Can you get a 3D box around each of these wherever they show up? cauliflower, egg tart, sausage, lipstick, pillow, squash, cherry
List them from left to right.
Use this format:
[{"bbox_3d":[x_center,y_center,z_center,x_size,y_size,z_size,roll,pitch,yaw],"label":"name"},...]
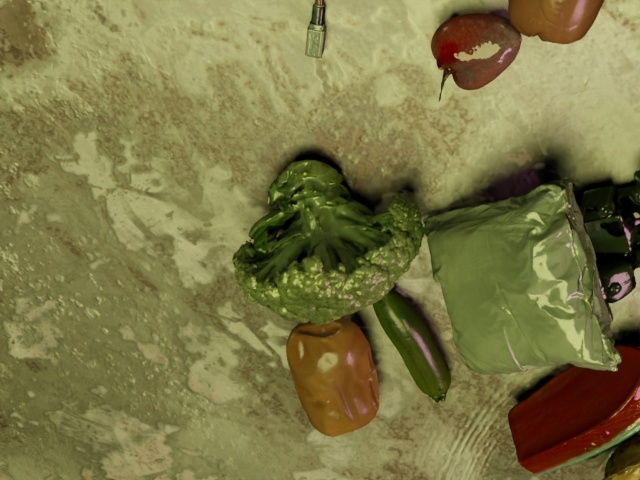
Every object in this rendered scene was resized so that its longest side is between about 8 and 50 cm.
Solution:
[{"bbox_3d":[-0.004,-0.314,1.742,0.025,0.025,0.107,10,121,6],"label":"lipstick"},{"bbox_3d":[0.000,0.000,1.891,0.272,0.275,0.250,-26,80,61],"label":"cauliflower"},{"bbox_3d":[0.024,0.233,2.088,0.136,0.120,0.241,7,129,23],"label":"sausage"},{"bbox_3d":[0.161,0.178,2.048,0.069,0.069,0.258,-18,121,25],"label":"squash"},{"bbox_3d":[0.214,-0.261,1.691,0.126,0.087,0.106,-11,126,7],"label":"cherry"},{"bbox_3d":[0.288,0.071,1.810,0.310,0.138,0.283,-15,96,53],"label":"pillow"},{"bbox_3d":[0.327,-0.385,1.549,0.121,0.121,0.304,16,130,1],"label":"sausage"},{"bbox_3d":[0.564,0.360,2.024,0.279,0.095,0.279,-17,153,-9],"label":"egg tart"}]

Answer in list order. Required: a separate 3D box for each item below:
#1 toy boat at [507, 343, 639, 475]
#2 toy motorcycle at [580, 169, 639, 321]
[{"bbox_3d":[0.468,0.273,2.007,0.133,0.145,0.332,22,134,-33],"label":"toy boat"},{"bbox_3d":[0.460,-0.007,1.799,0.275,0.127,0.205,-13,125,18],"label":"toy motorcycle"}]
